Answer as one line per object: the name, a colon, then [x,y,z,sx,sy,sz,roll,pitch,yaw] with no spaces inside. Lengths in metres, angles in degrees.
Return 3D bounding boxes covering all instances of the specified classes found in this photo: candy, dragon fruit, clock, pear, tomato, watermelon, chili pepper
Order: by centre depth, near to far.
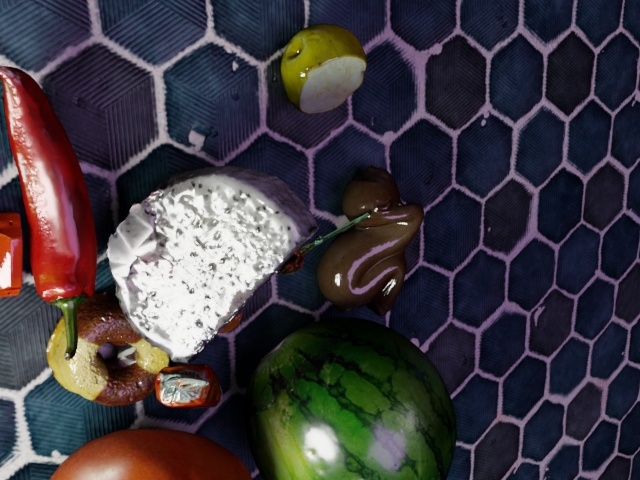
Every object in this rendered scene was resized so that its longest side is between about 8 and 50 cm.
clock: [-0.453,0.025,0.998,0.155,0.061,0.113,-5,108,-36]
chili pepper: [-0.350,-0.040,1.019,0.092,0.137,0.368,-7,108,7]
dragon fruit: [-0.154,0.001,1.145,0.204,0.221,0.283,44,108,0]
tomato: [-0.255,0.412,1.150,0.341,0.273,0.341,-46,156,-28]
candy: [-0.189,0.213,1.160,0.086,0.292,0.059,-5,77,-4]
pear: [-0.003,-0.274,1.235,0.141,0.104,0.141,-22,150,-13]
watermelon: [0.053,0.301,1.304,0.363,0.363,0.363,-13,112,-35]
candy: [0.000,0.000,1.323,0.185,0.049,0.055,-29,127,5]

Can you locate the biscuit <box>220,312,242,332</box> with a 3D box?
biscuit: [-0.161,0.107,1.289,0.078,0.015,0.091,-9,109,-35]

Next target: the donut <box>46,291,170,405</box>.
donut: [-0.297,0.164,1.161,0.166,0.073,0.184,-52,128,-10]

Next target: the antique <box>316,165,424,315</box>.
antique: [0.077,0.000,1.384,0.143,0.121,0.257,9,105,-31]
